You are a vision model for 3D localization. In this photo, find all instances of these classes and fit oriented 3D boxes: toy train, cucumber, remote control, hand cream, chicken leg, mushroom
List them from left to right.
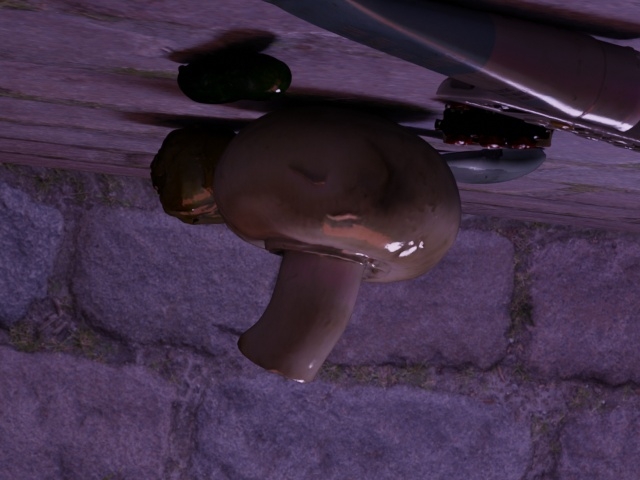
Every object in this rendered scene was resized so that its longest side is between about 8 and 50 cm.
[{"bbox_3d":[-0.087,-0.162,1.584,0.056,0.056,0.284,6,-177,-23],"label":"cucumber"},{"bbox_3d":[-0.085,-0.107,2.285,0.429,0.153,0.201,-6,-176,41],"label":"chicken leg"},{"bbox_3d":[0.009,-0.029,2.017,0.315,0.315,0.356,7,134,-27],"label":"mushroom"},{"bbox_3d":[0.197,-0.099,2.186,0.256,0.045,0.097,-5,171,-23],"label":"remote control"},{"bbox_3d":[0.114,-0.148,1.226,0.312,0.070,0.111,11,179,-23],"label":"hand cream"},{"bbox_3d":[0.203,-0.129,1.804,0.138,0.050,0.087,4,-178,22],"label":"toy train"},{"bbox_3d":[0.276,-0.129,1.586,0.313,0.055,0.109,12,-177,-25],"label":"remote control"}]

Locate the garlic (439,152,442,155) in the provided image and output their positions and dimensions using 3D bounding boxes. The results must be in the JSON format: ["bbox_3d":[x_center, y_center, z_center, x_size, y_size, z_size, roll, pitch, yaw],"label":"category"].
[{"bbox_3d":[0.140,-0.105,2.404,0.152,0.066,0.084,8,176,-8],"label":"garlic"}]
